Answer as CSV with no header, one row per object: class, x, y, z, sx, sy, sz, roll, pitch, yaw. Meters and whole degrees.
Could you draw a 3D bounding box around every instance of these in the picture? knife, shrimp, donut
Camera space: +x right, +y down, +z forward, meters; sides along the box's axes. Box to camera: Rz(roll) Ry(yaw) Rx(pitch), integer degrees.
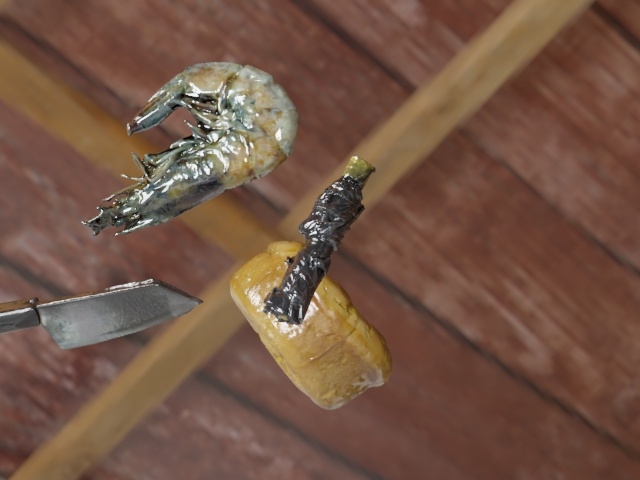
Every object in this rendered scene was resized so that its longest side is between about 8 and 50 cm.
knife,-0.197,0.063,1.483,0.028,0.230,0.060,-75,-34,-45
shrimp,-0.093,-0.061,1.237,0.091,0.161,0.034,60,180,13
donut,-0.013,0.100,2.221,0.226,0.114,0.226,52,175,7

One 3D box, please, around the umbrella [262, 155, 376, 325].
umbrella,0.000,0.000,1.429,0.040,0.144,0.037,18,161,31
